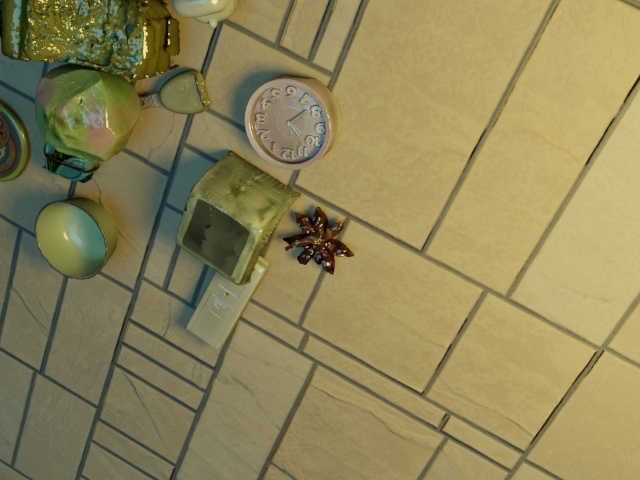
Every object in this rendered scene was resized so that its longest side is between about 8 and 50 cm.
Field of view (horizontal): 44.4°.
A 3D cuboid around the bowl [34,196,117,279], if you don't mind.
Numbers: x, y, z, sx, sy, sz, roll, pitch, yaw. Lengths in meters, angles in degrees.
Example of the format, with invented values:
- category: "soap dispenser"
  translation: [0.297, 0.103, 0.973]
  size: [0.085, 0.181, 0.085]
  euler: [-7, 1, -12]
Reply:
- category: "bowl"
  translation: [-0.592, -0.019, 1.954]
  size: [0.212, 0.112, 0.211]
  euler: [8, 116, 18]

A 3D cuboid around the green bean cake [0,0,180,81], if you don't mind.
- category: "green bean cake"
  translation: [-0.470, -0.452, 1.619]
  size: [0.310, 0.285, 0.202]
  euler: [16, 112, 14]

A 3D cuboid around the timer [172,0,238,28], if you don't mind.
- category: "timer"
  translation: [-0.253, -0.569, 1.518]
  size: [0.291, 0.290, 0.315]
  euler: [1, 133, 22]

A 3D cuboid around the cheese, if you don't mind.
- category: "cheese"
  translation: [-0.341, -0.322, 1.763]
  size: [0.192, 0.037, 0.097]
  euler: [-6, 109, 23]

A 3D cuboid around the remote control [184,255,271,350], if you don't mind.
- category: "remote control"
  translation: [-0.226, 0.136, 1.908]
  size: [0.103, 0.055, 0.277]
  euler: [34, 118, 5]

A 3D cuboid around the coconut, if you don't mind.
- category: "coconut"
  translation: [-0.512, -0.288, 1.741]
  size: [0.236, 0.205, 0.235]
  euler: [26, 132, 34]

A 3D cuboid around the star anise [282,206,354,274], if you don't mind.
- category: "star anise"
  translation: [0.000, 0.000, 1.760]
  size: [0.168, 0.057, 0.167]
  euler: [4, 113, 10]

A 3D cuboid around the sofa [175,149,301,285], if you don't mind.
- category: "sofa"
  translation: [-0.195, -0.047, 1.773]
  size: [0.210, 0.176, 0.225]
  euler: [31, 134, 7]

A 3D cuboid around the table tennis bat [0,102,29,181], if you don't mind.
- category: "table tennis bat"
  translation: [-0.895, -0.300, 1.988]
  size: [0.369, 0.054, 0.224]
  euler: [40, 120, -3]

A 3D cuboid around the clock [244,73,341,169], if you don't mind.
- category: "clock"
  translation: [-0.059, -0.251, 1.664]
  size: [0.197, 0.068, 0.196]
  euler: [8, 115, 18]

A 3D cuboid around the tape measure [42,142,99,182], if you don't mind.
- category: "tape measure"
  translation: [-0.601, -0.210, 1.892]
  size: [0.146, 0.081, 0.125]
  euler: [22, 122, 11]
